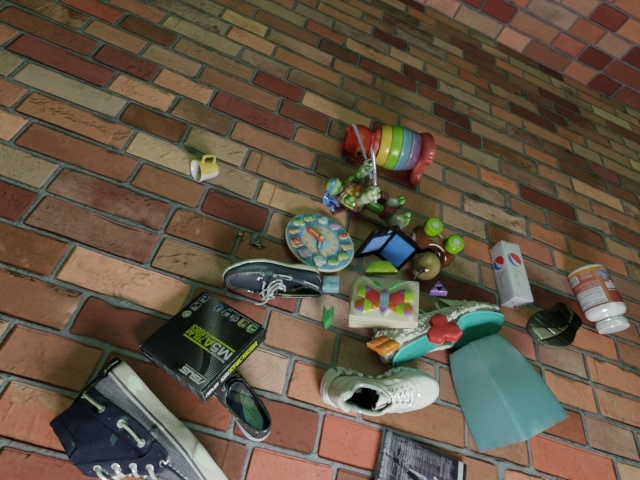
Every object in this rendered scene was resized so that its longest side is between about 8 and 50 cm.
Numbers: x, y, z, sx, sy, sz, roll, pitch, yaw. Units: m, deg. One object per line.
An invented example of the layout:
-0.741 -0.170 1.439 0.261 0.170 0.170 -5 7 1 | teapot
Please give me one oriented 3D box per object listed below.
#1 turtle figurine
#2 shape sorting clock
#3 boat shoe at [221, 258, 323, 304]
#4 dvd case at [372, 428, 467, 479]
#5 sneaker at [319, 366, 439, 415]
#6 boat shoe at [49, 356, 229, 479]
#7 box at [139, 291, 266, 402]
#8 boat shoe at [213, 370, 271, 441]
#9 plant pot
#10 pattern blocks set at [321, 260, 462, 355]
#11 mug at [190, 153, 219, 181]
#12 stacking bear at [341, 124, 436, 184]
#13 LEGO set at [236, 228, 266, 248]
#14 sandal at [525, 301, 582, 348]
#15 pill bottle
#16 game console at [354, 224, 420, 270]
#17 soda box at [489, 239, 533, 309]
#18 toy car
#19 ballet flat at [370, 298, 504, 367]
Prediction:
0.168 -0.164 1.216 0.266 0.197 0.275 27 92 -26 | turtle figurine
0.000 0.000 1.147 0.206 0.040 0.206 11 50 -13 | shape sorting clock
-0.113 0.107 1.006 0.254 0.095 0.079 9 43 -29 | boat shoe
0.220 0.541 0.903 0.221 0.018 0.165 25 51 -5 | dvd case
0.150 0.350 0.923 0.291 0.118 0.110 4 84 -18 | sneaker
-0.316 0.382 0.725 0.340 0.127 0.158 39 58 15 | boat shoe
-0.244 0.213 0.861 0.190 0.045 0.184 24 45 26 | box
-0.182 0.312 0.844 0.080 0.076 0.229 -30 72 -36 | boat shoe
0.441 0.369 1.025 0.165 0.166 0.235 -9 59 -28 | plant pot
0.161 0.155 1.028 0.324 0.026 0.286 -6 42 0 | pattern blocks set
-0.314 -0.200 1.136 0.064 0.078 0.062 -16 92 -40 | mug
0.220 -0.320 1.399 0.288 0.175 0.165 10 57 -8 | stacking bear
-0.182 -0.005 1.090 0.083 0.023 0.054 14 54 -15 | LEGO set
0.718 0.273 1.262 0.302 0.086 0.120 -5 53 -43 | sandal
0.940 0.197 1.377 0.121 0.121 0.216 5 57 -20 | pill bottle
0.184 0.031 1.147 0.124 0.144 0.085 -10 61 -28 | game console
0.617 0.109 1.330 0.073 0.069 0.216 14 53 -14 | soda box
0.296 0.056 1.188 0.149 0.155 0.188 40 64 6 | toy car
0.312 0.218 1.094 0.408 0.147 0.147 -7 61 -27 | ballet flat
